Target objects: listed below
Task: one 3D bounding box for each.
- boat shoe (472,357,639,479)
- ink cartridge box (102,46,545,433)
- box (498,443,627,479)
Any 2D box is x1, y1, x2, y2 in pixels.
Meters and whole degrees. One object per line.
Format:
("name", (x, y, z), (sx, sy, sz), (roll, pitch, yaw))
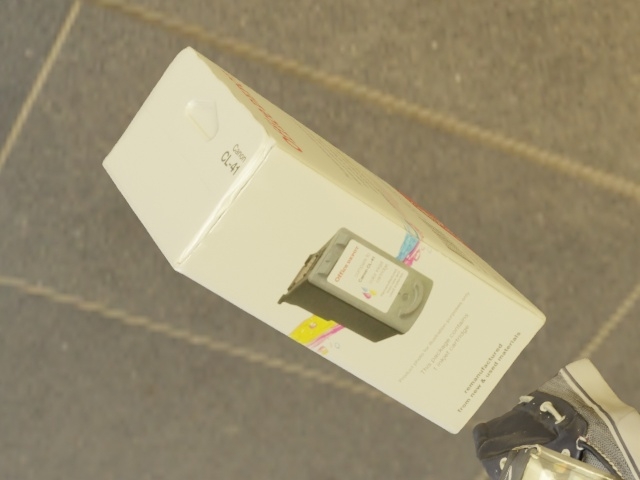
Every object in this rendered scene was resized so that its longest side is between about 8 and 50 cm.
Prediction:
("boat shoe", (0.256, 0.234, 1.931), (0.158, 0.340, 0.127), (-30, 103, 1))
("ink cartridge box", (0.000, 0.000, 1.565), (0.306, 0.226, 0.131), (31, 99, -31))
("box", (0.215, 0.379, 1.344), (0.318, 0.395, 0.097), (23, 170, -2))
